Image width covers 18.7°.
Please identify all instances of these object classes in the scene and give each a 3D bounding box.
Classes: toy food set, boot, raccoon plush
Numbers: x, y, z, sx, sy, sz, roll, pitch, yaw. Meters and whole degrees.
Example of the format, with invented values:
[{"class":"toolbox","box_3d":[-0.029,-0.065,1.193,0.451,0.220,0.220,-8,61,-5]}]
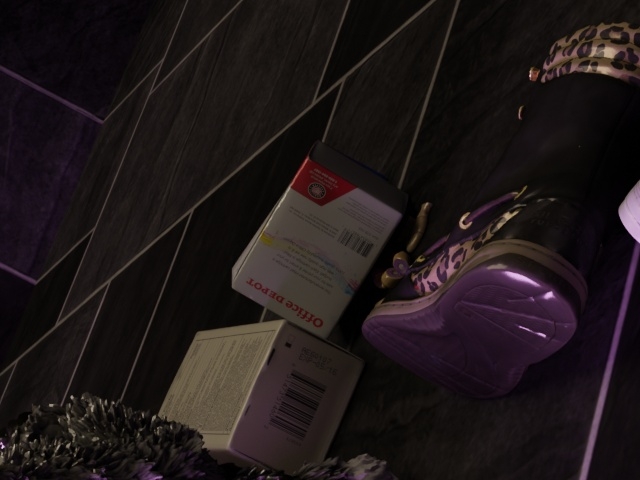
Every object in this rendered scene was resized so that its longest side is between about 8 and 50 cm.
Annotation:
[{"class":"toy food set","box_3d":[0.083,0.016,2.162,0.078,0.019,0.122,-34,32,57]},{"class":"boot","box_3d":[0.181,-0.022,1.738,0.284,0.138,0.377,-61,4,-20]},{"class":"raccoon plush","box_3d":[-0.154,0.231,1.710,0.299,0.446,0.216,155,99,-88]}]

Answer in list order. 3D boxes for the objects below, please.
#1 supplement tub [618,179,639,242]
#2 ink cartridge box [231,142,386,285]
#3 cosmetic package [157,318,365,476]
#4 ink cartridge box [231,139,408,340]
[{"class":"supplement tub","box_3d":[0.295,-0.043,1.542,0.107,0.071,0.071,-52,19,28]},{"class":"ink cartridge box","box_3d":[-0.015,-0.011,2.360,0.207,0.097,0.046,-55,18,23]},{"class":"cosmetic package","box_3d":[-0.080,0.188,2.214,0.160,0.113,0.309,-66,16,-13]},{"class":"ink cartridge box","box_3d":[0.000,0.000,2.206,0.176,0.128,0.127,-58,2,13]}]
